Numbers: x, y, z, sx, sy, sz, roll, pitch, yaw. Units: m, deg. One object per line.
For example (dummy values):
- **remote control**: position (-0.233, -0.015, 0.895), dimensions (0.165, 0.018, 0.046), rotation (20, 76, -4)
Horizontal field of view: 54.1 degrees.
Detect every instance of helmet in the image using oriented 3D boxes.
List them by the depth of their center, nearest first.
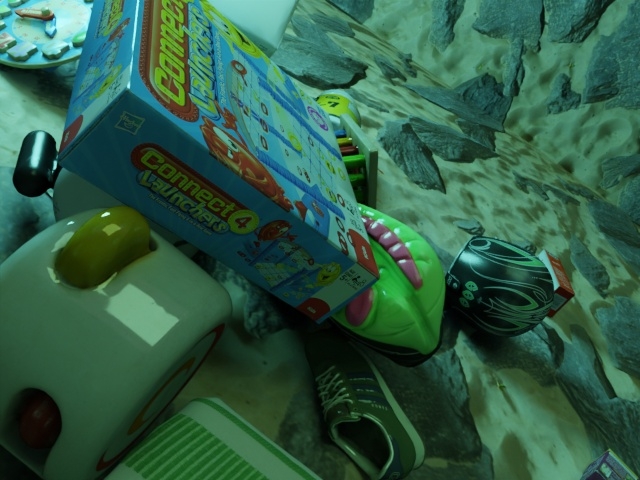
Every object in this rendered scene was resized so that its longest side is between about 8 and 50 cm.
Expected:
- **helmet**: position (0.297, 0.080, 1.031), dimensions (0.161, 0.169, 0.169), rotation (29, 25, 22)

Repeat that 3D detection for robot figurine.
- **robot figurine**: position (-0.208, -0.085, 0.719), dimensions (0.173, 0.209, 0.278), rotation (54, 13, -39)

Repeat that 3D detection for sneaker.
- **sneaker**: position (0.034, 0.181, 0.693), dimensions (0.192, 0.064, 0.086), rotation (51, 27, 20)
- **sneaker**: position (0.000, 0.000, 0.865), dimensions (0.483, 0.185, 0.202), rotation (54, -6, 45)

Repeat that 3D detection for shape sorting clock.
- **shape sorting clock**: position (-0.396, -0.323, 0.920), dimensions (0.206, 0.040, 0.206), rotation (-2, 57, 3)

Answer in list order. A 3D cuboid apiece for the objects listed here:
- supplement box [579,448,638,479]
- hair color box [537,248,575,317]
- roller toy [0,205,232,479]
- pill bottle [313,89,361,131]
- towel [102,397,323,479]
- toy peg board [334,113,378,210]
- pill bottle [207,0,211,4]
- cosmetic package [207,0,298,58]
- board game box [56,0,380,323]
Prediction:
- **supplement box**: position (0.402, 0.338, 0.876), dimensions (0.055, 0.043, 0.083), rotation (49, 30, 23)
- **hair color box**: position (0.473, 0.087, 1.301), dimensions (0.043, 0.072, 0.141), rotation (29, 30, -11)
- **roller toy**: position (-0.179, 0.076, 0.488), dimensions (0.146, 0.191, 0.209), rotation (38, -12, 5)
- **pill bottle**: position (0.018, -0.216, 1.220), dimensions (0.119, 0.119, 0.208), rotation (30, 28, -10)
- **towel**: position (-0.084, 0.273, 0.465), dimensions (0.248, 0.038, 0.325), rotation (37, 30, 4)
- **toy peg board**: position (0.031, -0.107, 1.052), dimensions (0.079, 0.161, 0.160), rotation (-9, 34, -13)
- **pill bottle**: position (-0.232, -0.280, 0.980), dimensions (0.181, 0.181, 0.323), rotation (22, 31, -24)
- **cosmetic package**: position (-0.251, -0.479, 1.191), dimensions (0.385, 0.156, 0.217), rotation (27, -15, -15)
- **board game box**: position (-0.092, -0.112, 0.641), dimensions (0.302, 0.086, 0.308), rotation (36, 27, -38)
